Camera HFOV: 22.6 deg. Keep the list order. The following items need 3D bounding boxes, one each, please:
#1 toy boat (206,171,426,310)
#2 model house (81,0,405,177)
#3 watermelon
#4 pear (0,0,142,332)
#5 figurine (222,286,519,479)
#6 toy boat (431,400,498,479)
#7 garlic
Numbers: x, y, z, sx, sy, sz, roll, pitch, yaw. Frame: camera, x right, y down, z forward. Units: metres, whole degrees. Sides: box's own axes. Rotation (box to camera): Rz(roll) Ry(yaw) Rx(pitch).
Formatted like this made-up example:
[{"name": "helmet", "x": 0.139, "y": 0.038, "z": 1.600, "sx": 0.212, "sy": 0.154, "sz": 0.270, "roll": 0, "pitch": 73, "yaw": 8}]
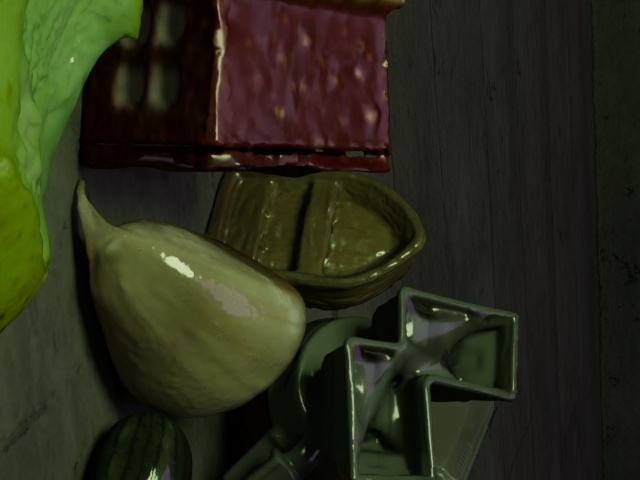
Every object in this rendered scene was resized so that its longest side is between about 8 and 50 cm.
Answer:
[{"name": "toy boat", "x": 0.000, "y": 0.000, "z": 1.397, "sx": 0.061, "sy": 0.188, "sz": 0.116, "roll": 78, "pitch": 21, "yaw": -59}, {"name": "model house", "x": -0.053, "y": -0.171, "z": 1.165, "sx": 0.196, "sy": 0.160, "sz": 0.254, "roll": -1, "pitch": 96, "yaw": -45}, {"name": "watermelon", "x": -0.133, "y": 0.176, "z": 1.183, "sx": 0.078, "sy": 0.078, "sz": 0.111, "roll": 63, "pitch": 36, "yaw": -56}, {"name": "pear", "x": -0.200, "y": -0.067, "z": 0.743, "sx": 0.286, "sy": 0.176, "sz": 0.282, "roll": 74, "pitch": 25, "yaw": -67}, {"name": "figurine", "x": 0.023, "y": 0.149, "z": 1.398, "sx": 0.342, "sy": 0.285, "sz": 0.167, "roll": -16, "pitch": 81, "yaw": -34}, {"name": "toy boat", "x": 0.128, "y": 0.239, "z": 1.897, "sx": 0.269, "sy": 0.141, "sz": 0.141, "roll": -35, "pitch": 125, "yaw": -70}, {"name": "garlic", "x": -0.100, "y": 0.049, "z": 1.227, "sx": 0.164, "sy": 0.145, "sz": 0.245, "roll": 64, "pitch": 11, "yaw": 20}]
